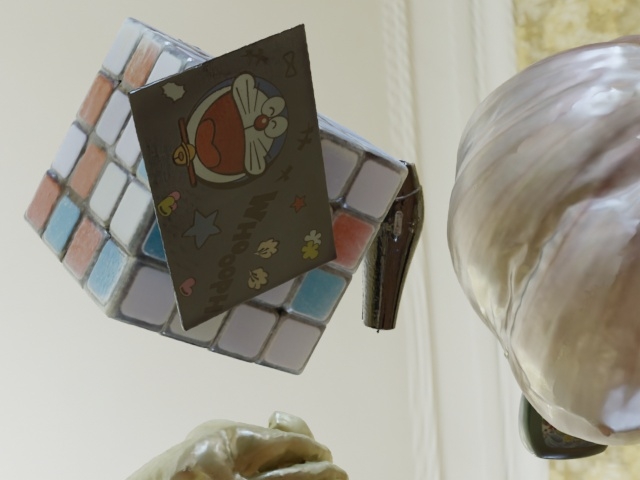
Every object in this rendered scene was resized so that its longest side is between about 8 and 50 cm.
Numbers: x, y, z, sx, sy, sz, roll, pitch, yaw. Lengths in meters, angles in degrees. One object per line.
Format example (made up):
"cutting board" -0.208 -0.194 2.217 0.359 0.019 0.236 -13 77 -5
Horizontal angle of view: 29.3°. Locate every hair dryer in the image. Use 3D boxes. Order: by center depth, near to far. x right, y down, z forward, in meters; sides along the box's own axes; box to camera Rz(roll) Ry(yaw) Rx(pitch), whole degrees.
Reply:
"hair dryer" 0.000 0.000 1.624 0.271 0.091 0.235 5 -80 -8

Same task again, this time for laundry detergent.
"laundry detergent" 0.346 0.187 1.679 0.144 0.078 0.222 -1 -74 -14

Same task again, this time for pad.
"pad" -0.066 -0.050 1.054 0.170 0.006 0.245 -25 -52 -23

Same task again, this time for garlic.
"garlic" 0.224 -0.009 0.735 0.322 0.322 0.241 -34 -67 -35

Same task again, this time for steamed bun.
"steamed bun" -0.105 0.374 1.514 0.230 0.325 0.372 -85 -25 -66

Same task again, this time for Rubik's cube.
"Rubik's cube" -0.113 -0.047 1.265 0.259 0.256 0.253 21 -80 -36
